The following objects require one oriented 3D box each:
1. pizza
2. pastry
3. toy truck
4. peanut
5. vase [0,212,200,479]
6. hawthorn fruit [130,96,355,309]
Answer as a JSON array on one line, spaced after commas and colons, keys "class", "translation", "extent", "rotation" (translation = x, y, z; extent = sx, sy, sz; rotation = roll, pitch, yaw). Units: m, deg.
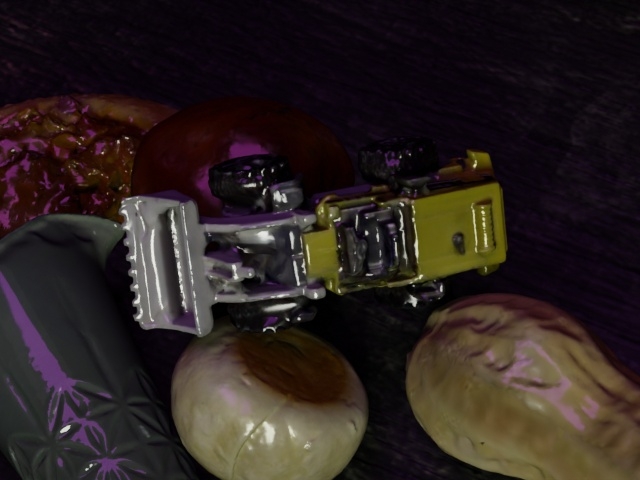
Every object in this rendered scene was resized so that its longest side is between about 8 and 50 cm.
[{"class": "pizza", "translation": [-0.256, -0.039, 1.649], "extent": [0.289, 0.081, 0.228], "rotation": [-7, 55, 10]}, {"class": "pastry", "translation": [-0.040, 0.125, 1.437], "extent": [0.092, 0.156, 0.156], "rotation": [-55, 46, 30]}, {"class": "toy truck", "translation": [0.000, 0.000, 1.396], "extent": [0.286, 0.136, 0.111], "rotation": [-10, 14, -13]}, {"class": "peanut", "translation": [0.187, 0.137, 1.356], "extent": [0.149, 0.149, 0.313], "rotation": [-43, 55, -15]}, {"class": "vase", "translation": [-0.199, 0.146, 1.470], "extent": [0.251, 0.156, 0.301], "rotation": [-30, 59, -10]}, {"class": "hawthorn fruit", "translation": [-0.073, -0.038, 1.537], "extent": [0.202, 0.185, 0.185], "rotation": [30, 69, 38]}]
